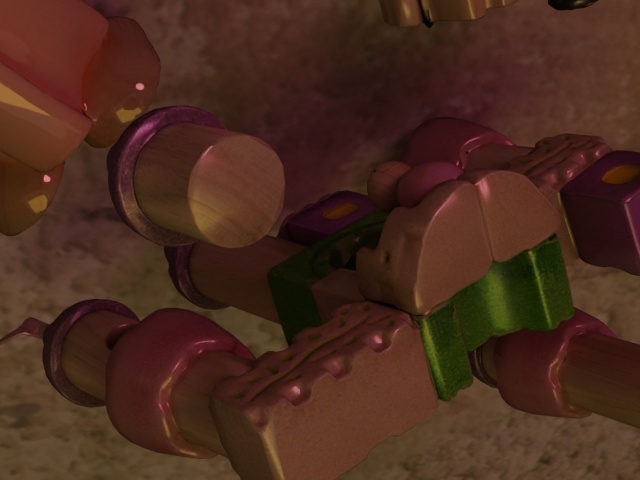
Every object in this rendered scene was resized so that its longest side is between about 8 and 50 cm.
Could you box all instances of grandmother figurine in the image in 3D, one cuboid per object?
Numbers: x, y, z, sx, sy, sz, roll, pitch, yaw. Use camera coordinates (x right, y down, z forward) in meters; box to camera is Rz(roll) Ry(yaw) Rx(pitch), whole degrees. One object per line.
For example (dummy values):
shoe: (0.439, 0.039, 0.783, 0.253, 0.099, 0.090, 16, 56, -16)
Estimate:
grandmother figurine: (-0.223, -0.127, 0.519, 0.342, 0.104, 0.208, 29, 111, -39)

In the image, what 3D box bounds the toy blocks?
toy blocks: (0.000, 0.000, 0.651, 0.288, 0.260, 0.309, -29, 115, -28)
